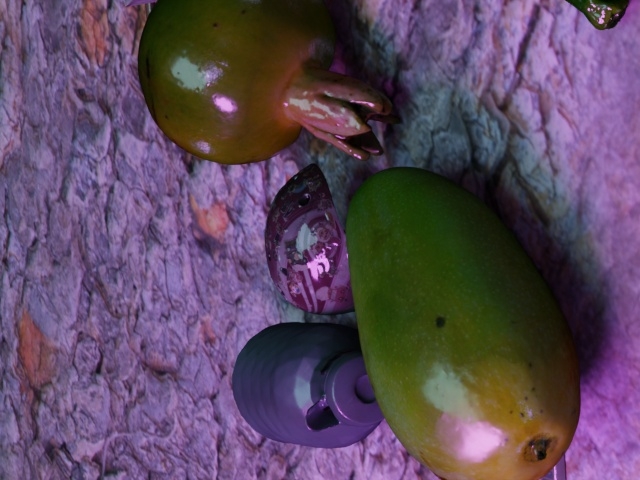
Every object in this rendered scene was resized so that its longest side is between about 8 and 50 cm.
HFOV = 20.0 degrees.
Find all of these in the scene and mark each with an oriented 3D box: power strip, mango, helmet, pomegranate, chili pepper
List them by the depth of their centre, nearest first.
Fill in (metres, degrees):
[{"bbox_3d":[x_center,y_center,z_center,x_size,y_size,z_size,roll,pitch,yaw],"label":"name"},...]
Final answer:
[{"bbox_3d":[0.202,-0.255,1.690,0.182,0.073,0.050,20,135,-2],"label":"chili pepper"},{"bbox_3d":[0.132,0.085,1.853,0.225,0.201,0.382,95,152,-55],"label":"mango"},{"bbox_3d":[0.245,0.250,1.919,0.027,0.017,0.083,12,111,53],"label":"power strip"},{"bbox_3d":[-0.060,-0.179,2.013,0.302,0.236,0.236,32,128,29],"label":"pomegranate"},{"bbox_3d":[-0.011,0.012,2.032,0.177,0.107,0.153,62,180,-34],"label":"helmet"}]

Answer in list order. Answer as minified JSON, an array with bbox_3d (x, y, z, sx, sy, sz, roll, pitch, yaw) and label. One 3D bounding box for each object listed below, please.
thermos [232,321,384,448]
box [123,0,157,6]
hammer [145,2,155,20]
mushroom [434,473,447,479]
[{"bbox_3d":[0.018,0.156,2.050,0.145,0.182,0.286,59,161,-8],"label":"thermos"},{"bbox_3d":[-0.217,-0.420,2.231,0.129,0.086,0.225,-33,76,54],"label":"box"},{"bbox_3d":[-0.218,-0.296,2.340,0.062,0.017,0.182,16,115,50],"label":"hammer"},{"bbox_3d":[0.152,0.223,1.984,0.171,0.080,0.135,66,156,12],"label":"mushroom"}]
